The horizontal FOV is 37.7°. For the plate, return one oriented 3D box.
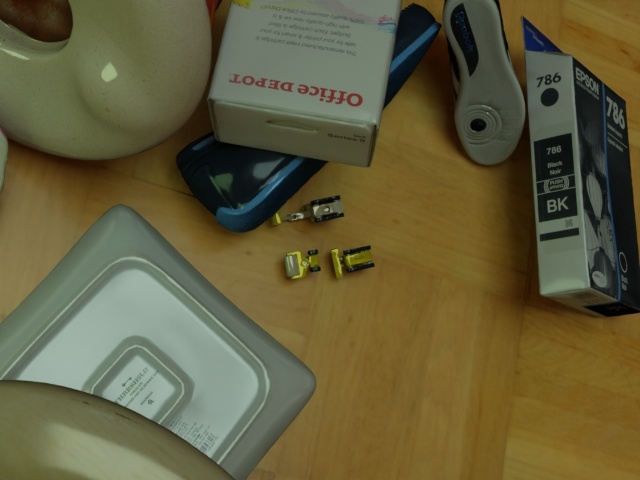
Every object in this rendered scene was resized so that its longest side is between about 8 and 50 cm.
[{"bbox_3d":[-0.172,0.143,0.873,0.278,0.045,0.277,43,64,-6],"label":"plate"}]

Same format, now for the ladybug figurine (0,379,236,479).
[{"bbox_3d":[-0.174,0.278,0.739,0.305,0.162,0.449,-42,98,3],"label":"ladybug figurine"}]

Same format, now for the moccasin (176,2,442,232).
[{"bbox_3d":[-0.006,-0.157,0.971,0.117,0.138,0.342,42,60,9],"label":"moccasin"}]

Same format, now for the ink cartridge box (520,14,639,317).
[{"bbox_3d":[0.299,-0.088,1.069,0.165,0.065,0.333,17,66,-50],"label":"ink cartridge box"}]

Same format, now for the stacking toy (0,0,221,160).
[{"bbox_3d":[-0.177,-0.343,0.901,0.350,0.350,0.480,35,51,-8],"label":"stacking toy"}]

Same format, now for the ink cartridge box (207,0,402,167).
[{"bbox_3d":[-0.007,-0.190,0.881,0.154,0.093,0.213,9,68,3],"label":"ink cartridge box"}]

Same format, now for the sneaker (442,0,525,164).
[{"bbox_3d":[0.187,-0.204,1.066,0.079,0.217,0.121,-6,36,13],"label":"sneaker"}]

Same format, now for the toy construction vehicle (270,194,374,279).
[{"bbox_3d":[0.000,0.000,0.989,0.098,0.035,0.086,-14,92,-21],"label":"toy construction vehicle"}]

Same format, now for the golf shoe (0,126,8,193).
[{"bbox_3d":[-0.416,-0.102,0.803,0.306,0.115,0.140,29,78,-20],"label":"golf shoe"}]
